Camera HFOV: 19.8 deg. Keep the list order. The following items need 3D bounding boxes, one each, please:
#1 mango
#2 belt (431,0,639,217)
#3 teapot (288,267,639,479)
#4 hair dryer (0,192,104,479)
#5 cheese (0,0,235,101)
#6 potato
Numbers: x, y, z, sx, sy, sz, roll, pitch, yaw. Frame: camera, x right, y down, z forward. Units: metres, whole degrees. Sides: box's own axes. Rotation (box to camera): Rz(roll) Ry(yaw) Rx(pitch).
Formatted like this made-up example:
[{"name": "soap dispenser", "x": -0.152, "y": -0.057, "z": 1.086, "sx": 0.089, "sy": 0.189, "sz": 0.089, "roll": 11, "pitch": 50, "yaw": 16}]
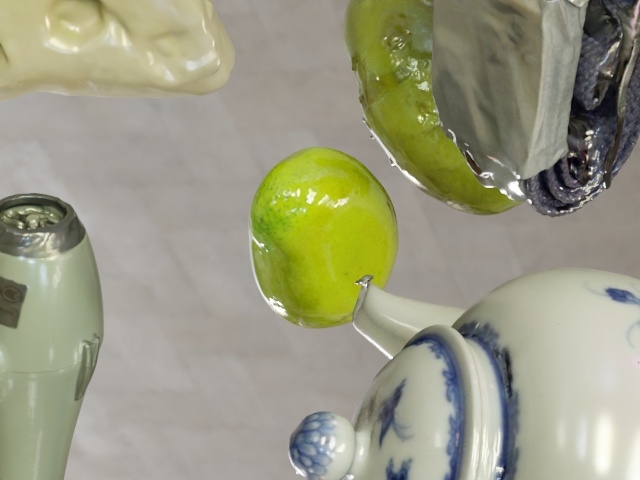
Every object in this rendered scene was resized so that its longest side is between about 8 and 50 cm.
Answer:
[{"name": "mango", "x": 0.005, "y": -0.003, "z": 1.328, "sx": 0.089, "sy": 0.117, "sz": 0.163, "roll": 42, "pitch": 155, "yaw": 29}, {"name": "belt", "x": 0.158, "y": -0.124, "z": 1.207, "sx": 0.126, "sy": 0.139, "sz": 0.230, "roll": 43, "pitch": 146, "yaw": 36}, {"name": "teapot", "x": 0.114, "y": 0.137, "z": 1.037, "sx": 0.280, "sy": 0.424, "sz": 0.252, "roll": 12, "pitch": 113, "yaw": -19}, {"name": "hair dryer", "x": -0.210, "y": 0.128, "z": 1.026, "sx": 0.092, "sy": 0.267, "sz": 0.229, "roll": 21, "pitch": 140, "yaw": 24}, {"name": "cheese", "x": -0.210, "y": -0.225, "z": 1.453, "sx": 0.251, "sy": 0.173, "sz": 0.248, "roll": -9, "pitch": 101, "yaw": 1}, {"name": "potato", "x": 0.115, "y": -0.139, "z": 1.627, "sx": 0.148, "sy": 0.253, "sz": 0.186, "roll": -46, "pitch": 160, "yaw": 24}]
